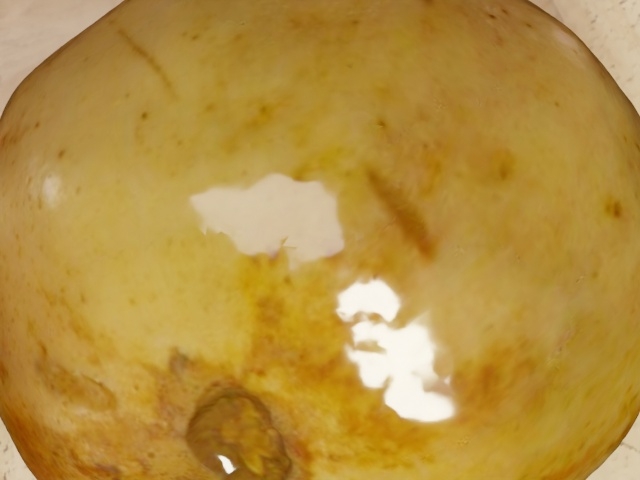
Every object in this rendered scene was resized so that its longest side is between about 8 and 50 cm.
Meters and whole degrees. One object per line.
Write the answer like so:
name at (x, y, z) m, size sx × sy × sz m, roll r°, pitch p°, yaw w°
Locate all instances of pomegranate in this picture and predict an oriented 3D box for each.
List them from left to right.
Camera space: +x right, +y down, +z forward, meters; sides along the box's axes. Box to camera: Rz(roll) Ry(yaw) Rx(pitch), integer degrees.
pomegranate at (0.000, 0.000, 0.792) m, size 0.338 × 0.338 × 0.338 m, roll -4°, pitch 79°, yaw 20°
